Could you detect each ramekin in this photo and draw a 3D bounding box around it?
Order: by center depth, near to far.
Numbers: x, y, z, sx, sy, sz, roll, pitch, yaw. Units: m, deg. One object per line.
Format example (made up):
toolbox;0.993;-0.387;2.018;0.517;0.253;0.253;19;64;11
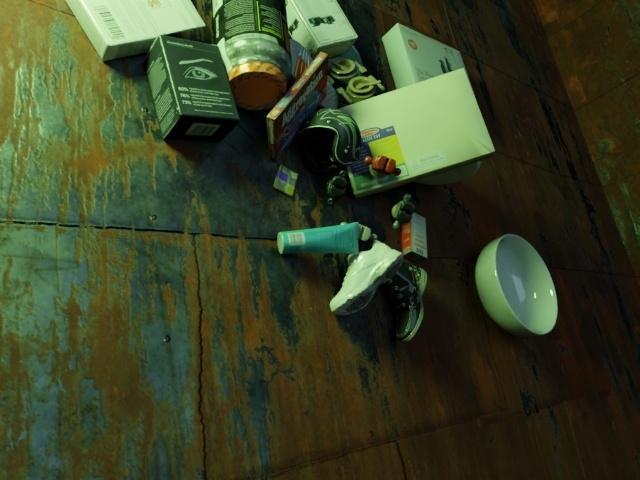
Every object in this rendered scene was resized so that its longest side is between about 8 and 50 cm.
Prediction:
ramekin;0.373;-0.282;1.591;0.277;0.277;0.135;16;67;-34

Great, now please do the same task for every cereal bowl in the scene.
cereal bowl;0.625;0.159;1.673;0.338;0.141;0.339;19;58;-33

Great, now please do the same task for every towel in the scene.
towel;-0.089;-0.155;1.316;0.060;0.009;0.083;31;53;-25

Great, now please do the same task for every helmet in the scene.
helmet;0.028;-0.275;1.369;0.169;0.169;0.162;-20;98;-44

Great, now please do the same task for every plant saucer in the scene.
plant saucer;0.078;-0.603;1.653;0.194;0.037;0.195;19;58;-33

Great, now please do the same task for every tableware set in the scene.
tableware set;0.095;-0.497;1.522;0.128;0.039;0.194;-26;57;-15

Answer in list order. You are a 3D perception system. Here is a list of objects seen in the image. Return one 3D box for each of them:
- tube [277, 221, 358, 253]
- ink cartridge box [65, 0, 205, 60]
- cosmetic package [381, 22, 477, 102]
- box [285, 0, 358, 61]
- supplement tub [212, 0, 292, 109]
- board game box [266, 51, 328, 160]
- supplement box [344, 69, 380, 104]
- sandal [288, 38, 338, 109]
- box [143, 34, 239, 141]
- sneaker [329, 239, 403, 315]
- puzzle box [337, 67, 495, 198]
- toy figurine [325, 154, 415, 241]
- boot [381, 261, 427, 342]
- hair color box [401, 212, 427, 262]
tube;0.000;0.000;1.238;0.207;0.052;0.080;-3;101;-19
ink cartridge box;-0.452;-0.578;1.163;0.261;0.066;0.296;-32;92;-39
cosmetic package;0.421;-0.625;1.915;0.377;0.097;0.285;3;65;-39
box;-0.033;-0.697;1.543;0.169;0.087;0.290;-30;87;-34
supplement tub;-0.174;-0.506;1.287;0.193;0.193;0.316;11;63;-36
board game box;-0.055;-0.352;1.322;0.027;0.145;0.281;24;59;14
supplement box;0.130;-0.474;1.601;0.083;0.083;0.056;33;52;-24
sandal;-0.046;-0.456;1.462;0.265;0.076;0.102;42;60;-45
box;-0.297;-0.344;1.163;0.153;0.108;0.207;-5;73;-41
sneaker;0.098;0.092;1.289;0.232;0.090;0.115;-41;59;-17
puzzle box;0.254;-0.306;1.453;0.052;0.408;0.272;49;25;-75
toy figurine;0.131;-0.109;1.345;0.213;0.148;0.210;-27;94;1
boot;0.193;0.139;1.366;0.178;0.085;0.236;33;52;-19
hair color box;0.284;-0.012;1.537;0.072;0.043;0.141;23;55;-30
